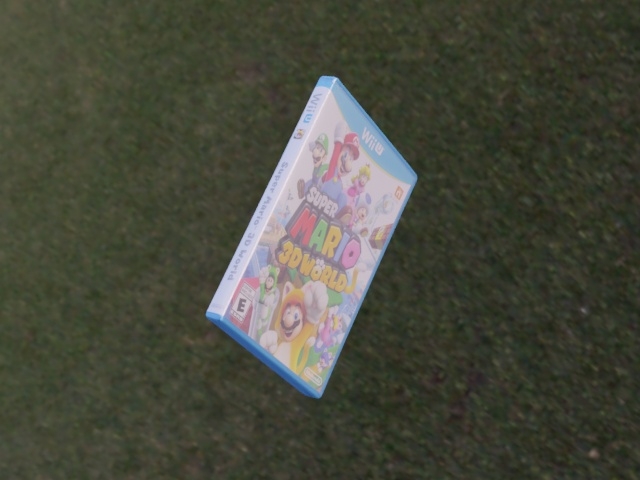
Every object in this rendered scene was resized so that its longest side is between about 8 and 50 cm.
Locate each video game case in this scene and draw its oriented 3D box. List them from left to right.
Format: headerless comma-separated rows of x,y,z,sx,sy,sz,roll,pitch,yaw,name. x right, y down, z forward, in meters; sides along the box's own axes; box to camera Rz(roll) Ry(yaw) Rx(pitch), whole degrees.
0.000,0.000,0.776,0.015,0.119,0.166,10,67,38,video game case
